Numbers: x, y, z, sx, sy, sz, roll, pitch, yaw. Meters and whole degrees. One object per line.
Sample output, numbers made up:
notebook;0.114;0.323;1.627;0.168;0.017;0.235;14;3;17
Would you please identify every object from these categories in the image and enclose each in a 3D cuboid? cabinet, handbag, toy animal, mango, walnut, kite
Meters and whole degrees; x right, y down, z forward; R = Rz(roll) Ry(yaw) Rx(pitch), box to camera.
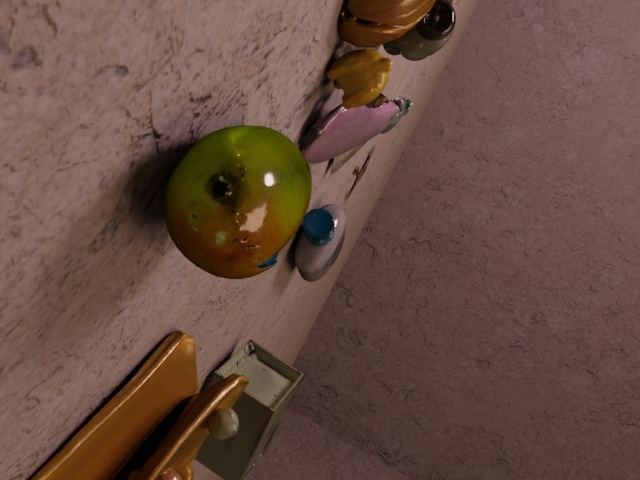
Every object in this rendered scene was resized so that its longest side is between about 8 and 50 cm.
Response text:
cabinet;-0.156;0.333;1.155;0.206;0.150;0.145;-65;167;24
handbag;-0.236;0.313;0.636;0.283;0.133;0.401;-60;176;38
toy animal;0.062;-0.233;0.821;0.083;0.070;0.159;-25;-167;14
mango;-0.066;-0.037;0.511;0.125;0.111;0.233;-51;-173;9
walnut;0.108;-0.325;0.725;0.211;0.087;0.167;-59;172;-19
kite;0.105;-0.183;1.645;0.198;0.006;0.244;-62;174;9

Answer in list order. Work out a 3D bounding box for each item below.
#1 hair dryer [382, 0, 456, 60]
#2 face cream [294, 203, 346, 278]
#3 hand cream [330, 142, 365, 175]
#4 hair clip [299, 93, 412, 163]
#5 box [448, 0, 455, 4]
hair dryer;0.157;-0.391;0.910;0.229;0.092;0.267;149;-46;-76
face cream;0.000;0.000;1.273;0.163;0.080;0.336;-60;173;-8
hand cream;0.075;-0.205;1.180;0.194;0.042;0.067;-52;171;-33
hair clip;0.053;-0.190;0.958;0.359;0.110;0.095;-44;122;-57
box;0.300;-0.592;1.207;0.201;0.058;0.141;-65;172;25
